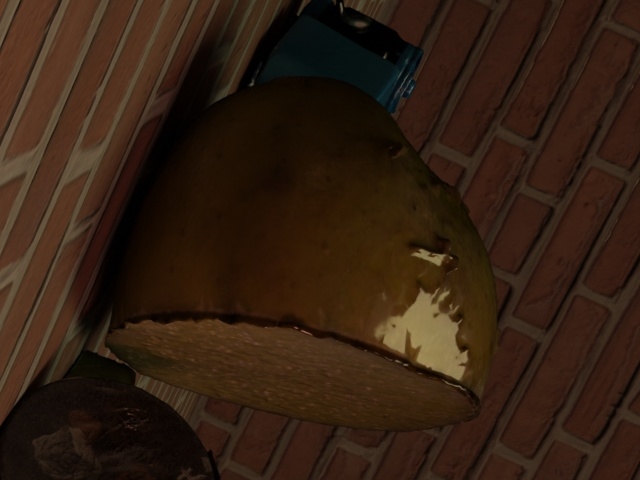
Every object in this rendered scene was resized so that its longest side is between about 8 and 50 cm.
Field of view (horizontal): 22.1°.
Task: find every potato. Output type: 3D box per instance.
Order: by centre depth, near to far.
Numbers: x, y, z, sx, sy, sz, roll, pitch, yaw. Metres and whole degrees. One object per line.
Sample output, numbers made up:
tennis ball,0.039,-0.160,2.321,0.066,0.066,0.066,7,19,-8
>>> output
potato,0.000,0.000,1.665,0.442,0.385,0.319,129,-28,-75
potato,-0.257,0.209,1.738,0.149,0.081,0.120,-60,173,-55

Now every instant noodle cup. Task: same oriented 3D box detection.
instant noodle cup,-0.234,0.276,1.593,0.207,0.217,0.217,-57,-178,40

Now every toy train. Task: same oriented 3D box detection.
toy train,-0.008,-0.149,2.069,0.265,0.188,0.300,-54,172,-47
